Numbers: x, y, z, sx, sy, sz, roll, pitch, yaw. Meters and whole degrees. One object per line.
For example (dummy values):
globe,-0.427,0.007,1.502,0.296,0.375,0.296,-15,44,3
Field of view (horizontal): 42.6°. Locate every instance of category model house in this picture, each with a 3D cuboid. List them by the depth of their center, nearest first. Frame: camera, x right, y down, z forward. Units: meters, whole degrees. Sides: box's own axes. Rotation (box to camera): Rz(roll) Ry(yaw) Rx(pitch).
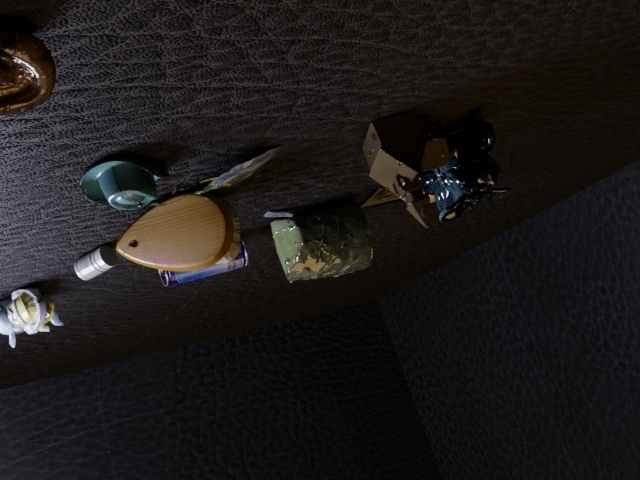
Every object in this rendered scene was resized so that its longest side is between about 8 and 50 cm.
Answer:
model house,0.216,-0.147,1.853,0.176,0.248,0.181,-18,168,-10

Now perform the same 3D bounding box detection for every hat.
hat,-0.364,-0.099,1.576,0.138,0.078,0.191,-29,165,24

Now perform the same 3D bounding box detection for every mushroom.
mushroom,-0.406,-0.218,1.023,0.135,0.080,0.170,-30,169,-11

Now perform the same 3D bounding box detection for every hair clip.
hair clip,0.352,-0.171,2.047,0.194,0.206,0.310,-19,167,-8

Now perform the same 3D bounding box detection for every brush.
brush,-0.318,-0.011,1.850,0.267,0.174,0.166,-11,177,1

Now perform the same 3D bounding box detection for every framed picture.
framed picture,0.217,-0.139,2.425,0.195,0.010,0.199,-14,166,-24

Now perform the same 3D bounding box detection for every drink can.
drink can,-0.321,0.054,2.247,0.235,0.097,0.097,-14,166,-22

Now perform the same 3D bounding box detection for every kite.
kite,-0.220,-0.120,1.705,0.310,0.015,0.169,-25,174,-44

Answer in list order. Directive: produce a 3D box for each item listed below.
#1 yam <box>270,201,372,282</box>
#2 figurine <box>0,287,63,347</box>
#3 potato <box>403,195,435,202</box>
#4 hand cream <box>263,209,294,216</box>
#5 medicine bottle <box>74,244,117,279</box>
yam,0.002,0.000,2.311,0.271,0.202,0.201,-14,147,-17
figurine,-0.754,0.188,2.121,0.184,0.128,0.208,-30,172,29
potato,0.283,-0.153,2.269,0.147,0.112,0.112,-13,167,1
hand cream,-0.109,-0.071,2.212,0.093,0.019,0.030,-6,160,-40
medicine bottle,-0.546,0.054,1.994,0.091,0.058,0.058,-26,166,25
